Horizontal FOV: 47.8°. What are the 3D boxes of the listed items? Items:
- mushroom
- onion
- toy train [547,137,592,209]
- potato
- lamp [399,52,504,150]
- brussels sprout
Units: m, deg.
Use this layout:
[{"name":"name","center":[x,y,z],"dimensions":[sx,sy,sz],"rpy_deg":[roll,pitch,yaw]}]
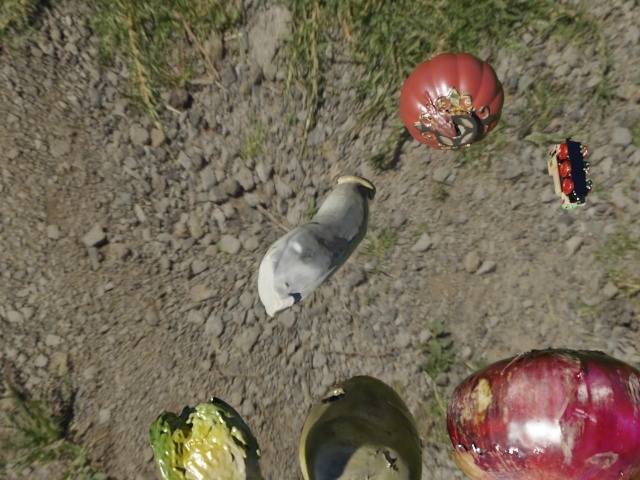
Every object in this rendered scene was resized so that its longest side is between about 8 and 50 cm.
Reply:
[{"name":"mushroom","center":[0.002,0.001,1.222],"dimensions":[0.109,0.097,0.351],"rpy_deg":[37,47,7]},{"name":"onion","center":[0.270,0.222,0.840],"dimensions":[0.246,0.246,0.190],"rpy_deg":[7,60,-2]},{"name":"toy train","center":[0.470,-0.122,1.364],"dimensions":[0.050,0.087,0.138],"rpy_deg":[2,66,-6]},{"name":"potato","center":[0.065,0.317,1.129],"dimensions":[0.191,0.296,0.141],"rpy_deg":[16,116,1]},{"name":"lamp","center":[0.283,-0.292,1.557],"dimensions":[0.226,0.227,0.227],"rpy_deg":[0,91,-2]},{"name":"brussels sprout","center":[-0.162,0.314,1.046],"dimensions":[0.181,0.100,0.139],"rpy_deg":[50,62,-5]}]
